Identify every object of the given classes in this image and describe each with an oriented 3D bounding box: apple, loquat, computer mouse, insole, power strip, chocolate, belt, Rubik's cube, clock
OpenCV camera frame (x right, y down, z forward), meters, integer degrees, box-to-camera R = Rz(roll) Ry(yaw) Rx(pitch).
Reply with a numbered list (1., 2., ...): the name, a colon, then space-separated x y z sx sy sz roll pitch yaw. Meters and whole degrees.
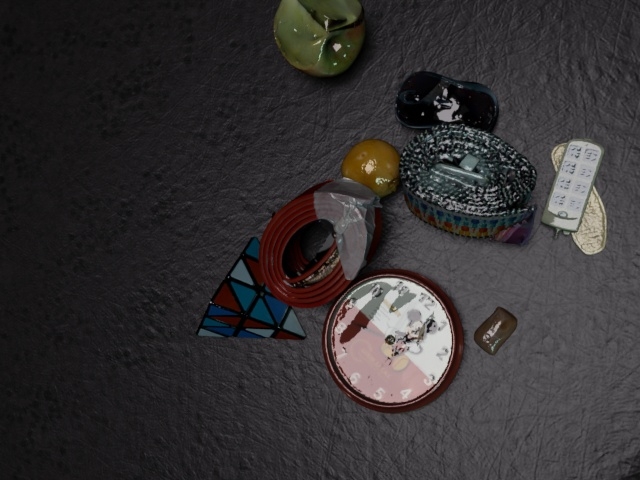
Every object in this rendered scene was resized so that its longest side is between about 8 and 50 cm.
1. apple: 0.001 -0.486 1.511 0.207 0.174 0.188 -48 55 9
2. loquat: 0.115 -0.156 1.462 0.141 0.141 0.141 -2 85 16
3. computer mouse: 0.275 -0.296 1.449 0.233 0.096 0.137 13 89 16
4. insole: 0.553 -0.092 1.392 0.081 0.011 0.247 -17 80 15
5. power strip: 0.530 -0.109 1.379 0.080 0.029 0.226 18 91 20
6. chocolate: 0.379 0.195 1.408 0.064 0.031 0.100 43 96 11
7. belt: 0.000 0.000 1.434 0.227 0.115 0.324 40 121 4
8. belt: 0.316 -0.119 1.393 0.295 0.160 0.206 15 72 15
9. Rubik's cube: -0.135 0.170 1.502 0.234 0.250 0.284 31 89 -3
10. clock: 0.157 0.221 1.448 0.319 0.080 0.318 -3 79 18
